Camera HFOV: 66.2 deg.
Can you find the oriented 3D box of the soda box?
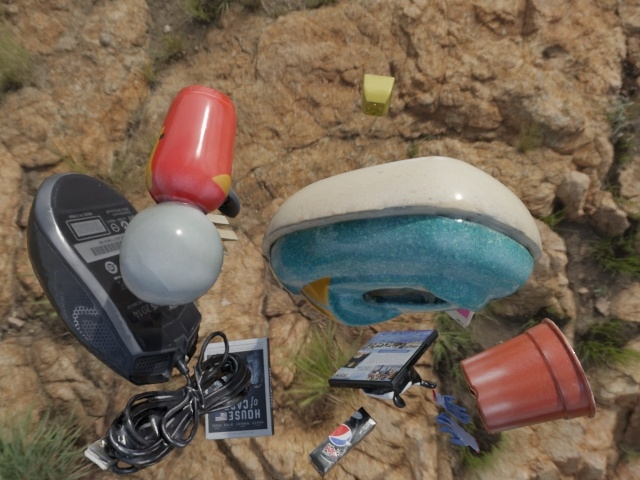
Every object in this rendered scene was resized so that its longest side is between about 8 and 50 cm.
[{"bbox_3d":[0.051,0.464,1.133,0.169,0.060,0.053,-34,63,-26],"label":"soda box"}]

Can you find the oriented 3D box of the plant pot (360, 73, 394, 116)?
[{"bbox_3d":[0.143,-0.369,1.275,0.082,0.081,0.083,9,58,5],"label":"plant pot"}]

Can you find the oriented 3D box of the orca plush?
[{"bbox_3d":[0.223,0.357,1.302,0.287,0.151,0.102,23,118,-35],"label":"orca plush"}]

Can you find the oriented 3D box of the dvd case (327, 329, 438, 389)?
[{"bbox_3d":[0.157,0.284,1.190,0.253,0.180,0.022,-29,103,-49],"label":"dvd case"}]

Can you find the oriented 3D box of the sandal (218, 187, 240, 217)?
[{"bbox_3d":[-0.272,-0.137,1.151,0.097,0.254,0.054,15,60,32],"label":"sandal"}]

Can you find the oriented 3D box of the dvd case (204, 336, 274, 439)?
[{"bbox_3d":[-0.210,0.376,1.251,0.179,0.029,0.238,-9,73,13],"label":"dvd case"}]

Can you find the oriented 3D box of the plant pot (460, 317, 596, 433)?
[{"bbox_3d":[0.540,0.383,1.331,0.265,0.272,0.272,-21,83,7],"label":"plant pot"}]

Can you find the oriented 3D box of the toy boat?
[{"bbox_3d":[0.003,0.006,0.405,0.318,0.267,0.148,20,69,-35],"label":"toy boat"}]

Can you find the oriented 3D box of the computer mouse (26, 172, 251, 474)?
[{"bbox_3d":[-0.190,0.064,0.457,0.072,0.188,0.272,-34,84,22],"label":"computer mouse"}]

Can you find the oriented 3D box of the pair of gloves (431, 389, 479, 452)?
[{"bbox_3d":[0.391,0.524,1.440,0.159,0.198,0.023,36,112,-17],"label":"pair of gloves"}]

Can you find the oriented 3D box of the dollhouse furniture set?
[{"bbox_3d":[-0.395,0.022,1.446,0.262,0.135,0.259,-57,46,22],"label":"dollhouse furniture set"}]

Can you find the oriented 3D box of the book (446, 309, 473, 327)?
[{"bbox_3d":[0.412,0.187,1.456,0.035,0.144,0.096,-32,57,-25],"label":"book"}]
